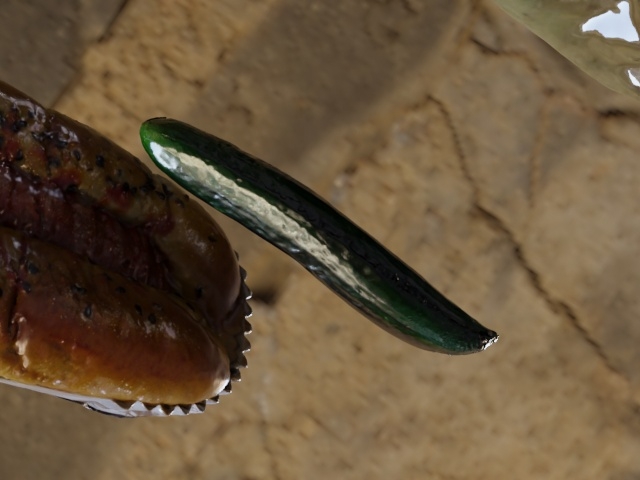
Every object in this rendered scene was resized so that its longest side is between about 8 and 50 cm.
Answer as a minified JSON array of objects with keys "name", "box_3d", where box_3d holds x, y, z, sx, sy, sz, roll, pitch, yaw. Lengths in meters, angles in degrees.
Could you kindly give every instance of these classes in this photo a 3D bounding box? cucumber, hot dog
[{"name":"cucumber","box_3d":[0.000,0.000,0.848,0.184,0.036,0.033,36,-102,-9]},{"name":"hot dog","box_3d":[-0.146,-0.005,0.884,0.268,0.144,0.075,30,-44,-25]}]

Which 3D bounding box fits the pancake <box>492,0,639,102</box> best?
[{"name":"pancake","box_3d":[0.175,-0.148,0.956,0.049,0.294,0.294,-59,-36,-21]}]
